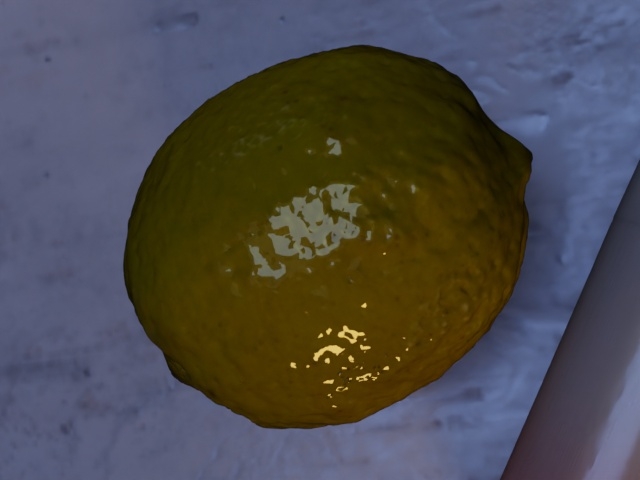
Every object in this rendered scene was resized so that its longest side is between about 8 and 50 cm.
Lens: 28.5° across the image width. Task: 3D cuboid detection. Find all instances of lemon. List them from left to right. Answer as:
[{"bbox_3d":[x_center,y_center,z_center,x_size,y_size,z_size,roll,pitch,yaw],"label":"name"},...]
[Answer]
[{"bbox_3d":[0.003,0.000,0.602,0.193,0.180,0.180,-7,84,31],"label":"lemon"}]

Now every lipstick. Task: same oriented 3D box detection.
[{"bbox_3d":[0.164,0.044,0.600,0.087,0.087,0.326,24,92,15],"label":"lipstick"}]
